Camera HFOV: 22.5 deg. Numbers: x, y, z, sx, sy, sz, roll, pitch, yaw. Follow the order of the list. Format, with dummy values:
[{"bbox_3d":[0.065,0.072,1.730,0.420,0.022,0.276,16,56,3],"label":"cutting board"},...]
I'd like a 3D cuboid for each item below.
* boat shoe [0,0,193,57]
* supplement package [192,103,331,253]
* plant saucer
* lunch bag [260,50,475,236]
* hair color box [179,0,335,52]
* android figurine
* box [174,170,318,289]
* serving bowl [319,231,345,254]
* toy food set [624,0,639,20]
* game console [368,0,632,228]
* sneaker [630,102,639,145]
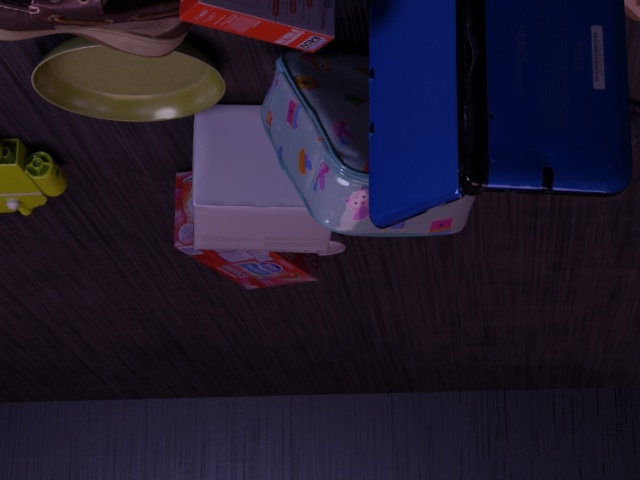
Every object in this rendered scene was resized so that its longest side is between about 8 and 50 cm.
[{"bbox_3d":[-0.262,-0.277,1.684,0.342,0.123,0.123,9,152,-37],"label":"boat shoe"},{"bbox_3d":[-0.078,-0.082,2.214,0.194,0.149,0.203,1,162,-4],"label":"supplement package"},{"bbox_3d":[-0.238,-0.209,2.007,0.241,0.037,0.241,-1,162,0],"label":"plant saucer"},{"bbox_3d":[0.064,-0.123,1.917,0.224,0.279,0.108,0,130,-24],"label":"lunch bag"},{"bbox_3d":[-0.067,-0.269,1.732,0.167,0.093,0.053,11,160,-28],"label":"hair color box"},{"bbox_3d":[-0.495,-0.092,2.342,0.248,0.056,0.273,-2,160,5],"label":"android figurine"},{"bbox_3d":[-0.109,-0.019,2.455,0.128,0.123,0.257,-7,161,23],"label":"box"},{"bbox_3d":[0.000,0.000,2.668,0.083,0.027,0.083,0,161,0],"label":"serving bowl"},{"bbox_3d":[0.265,-0.253,1.824,0.192,0.038,0.132,-31,124,33],"label":"toy food set"},{"bbox_3d":[0.186,-0.166,1.724,0.250,0.293,0.173,3,162,-5],"label":"game console"},{"bbox_3d":[0.368,-0.136,2.133,0.223,0.098,0.083,15,157,-38],"label":"sneaker"}]
